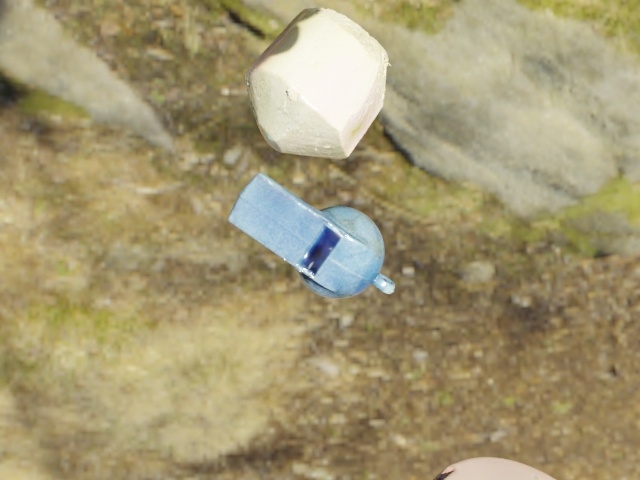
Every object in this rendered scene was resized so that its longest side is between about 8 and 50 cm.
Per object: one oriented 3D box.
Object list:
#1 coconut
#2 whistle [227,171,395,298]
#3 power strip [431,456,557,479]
[{"bbox_3d":[-0.008,-0.164,1.433,0.147,0.153,0.147,34,164,11],"label":"coconut"},{"bbox_3d":[0.000,0.000,1.153,0.158,0.090,0.090,35,143,2],"label":"whistle"},{"bbox_3d":[0.092,0.192,0.656,0.154,0.154,0.078,17,131,-28],"label":"power strip"}]
